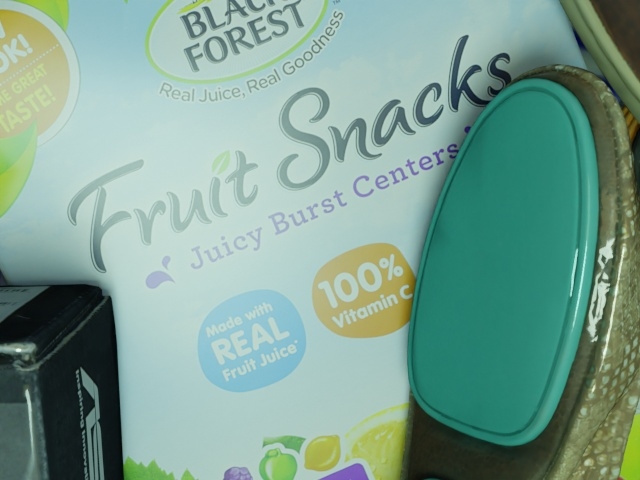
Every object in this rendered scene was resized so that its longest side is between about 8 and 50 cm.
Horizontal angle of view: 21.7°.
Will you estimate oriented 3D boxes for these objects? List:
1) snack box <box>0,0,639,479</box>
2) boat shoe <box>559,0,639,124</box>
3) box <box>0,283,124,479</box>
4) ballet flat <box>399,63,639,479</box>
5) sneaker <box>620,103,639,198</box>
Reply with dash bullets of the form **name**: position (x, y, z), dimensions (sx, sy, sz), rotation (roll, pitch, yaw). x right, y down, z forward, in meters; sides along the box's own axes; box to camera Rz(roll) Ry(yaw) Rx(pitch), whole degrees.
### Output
- **snack box**: position (0.000, 0.000, 0.491), dimensions (0.174, 0.070, 0.207), rotation (-24, 100, -3)
- **boat shoe**: position (0.104, -0.130, 0.381), dimensions (0.123, 0.123, 0.342), rotation (-24, 100, -3)
- **box**: position (-0.246, 0.175, 0.444), dimensions (0.394, 0.097, 0.318), rotation (-2, 98, 4)
- **ballet flat**: position (0.057, 0.057, 0.448), dimensions (0.067, 0.073, 0.206), rotation (5, 103, -37)
- **sneaker**: position (0.198, -0.026, 0.506), dimensions (0.214, 0.083, 0.084), rotation (-12, 98, -7)
